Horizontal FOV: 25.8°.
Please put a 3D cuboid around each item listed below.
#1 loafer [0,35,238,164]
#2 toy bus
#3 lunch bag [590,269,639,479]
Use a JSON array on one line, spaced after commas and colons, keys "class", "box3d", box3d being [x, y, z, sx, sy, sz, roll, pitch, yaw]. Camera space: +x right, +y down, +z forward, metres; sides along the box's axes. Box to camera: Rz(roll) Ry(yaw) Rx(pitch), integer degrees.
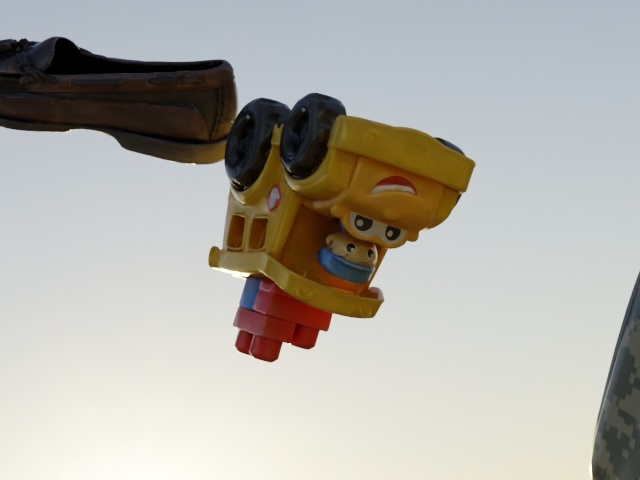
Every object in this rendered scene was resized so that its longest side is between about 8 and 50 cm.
[{"class": "loafer", "box3d": [-0.218, -0.151, 1.281, 0.302, 0.109, 0.095, 13, -58, 6]}, {"class": "toy bus", "box3d": [0.000, 0.000, 1.128, 0.149, 0.211, 0.220, 20, -8, -27]}, {"class": "lunch bag", "box3d": [0.330, 0.109, 0.731, 0.305, 0.256, 0.212, -2, -67, -28]}]
